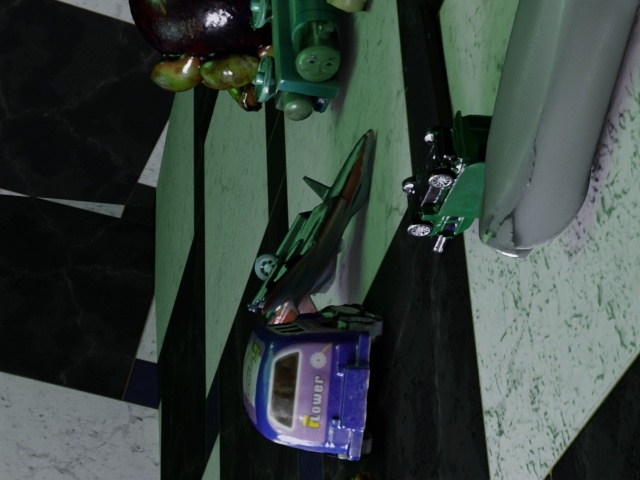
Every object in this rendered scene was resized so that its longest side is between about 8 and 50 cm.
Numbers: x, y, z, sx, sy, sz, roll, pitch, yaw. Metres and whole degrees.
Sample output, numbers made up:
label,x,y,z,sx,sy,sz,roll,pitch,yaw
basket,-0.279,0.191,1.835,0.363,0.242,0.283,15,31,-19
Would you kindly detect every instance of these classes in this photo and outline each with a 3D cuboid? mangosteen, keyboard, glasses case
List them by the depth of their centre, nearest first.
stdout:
label,x,y,z,sx,sy,sz,roll,pitch,yaw
glasses case,0.198,-0.142,1.379,0.128,0.083,0.308,-94,14,-60
keyboard,0.124,-0.133,1.863,0.101,0.018,0.310,106,164,-47
mangosteen,-0.169,-0.397,2.749,0.311,0.311,0.311,-175,90,-78

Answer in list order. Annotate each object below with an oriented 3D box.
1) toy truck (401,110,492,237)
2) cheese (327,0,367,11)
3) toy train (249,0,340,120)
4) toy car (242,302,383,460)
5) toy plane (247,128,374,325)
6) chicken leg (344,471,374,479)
label,x,y,z,sx,sy,sz,roll,pitch,yaw
toy truck,0.131,-0.061,1.656,0.147,0.079,0.065,115,156,-55
cheese,0.050,-0.440,2.272,0.127,0.050,0.255,-131,49,-76
toy train,-0.024,-0.321,2.418,0.194,0.120,0.298,116,157,-47
toy car,-0.016,0.166,2.060,0.235,0.158,0.172,-145,60,-78
toy plane,-0.006,-0.003,2.200,0.223,0.104,0.326,-14,-57,-65
chicken leg,0.016,0.347,2.019,0.101,0.085,0.207,-39,-13,-39
